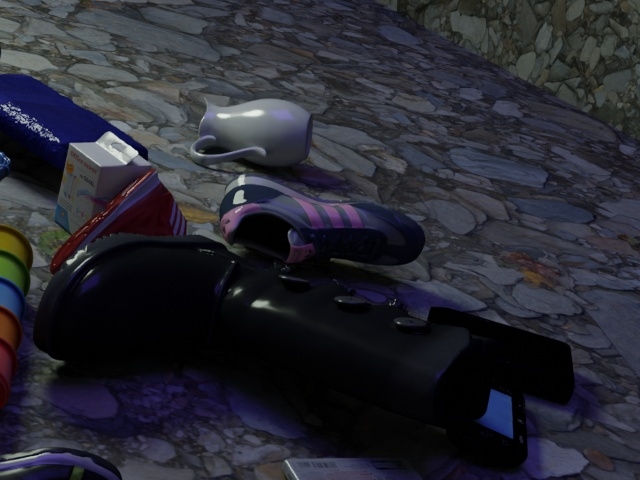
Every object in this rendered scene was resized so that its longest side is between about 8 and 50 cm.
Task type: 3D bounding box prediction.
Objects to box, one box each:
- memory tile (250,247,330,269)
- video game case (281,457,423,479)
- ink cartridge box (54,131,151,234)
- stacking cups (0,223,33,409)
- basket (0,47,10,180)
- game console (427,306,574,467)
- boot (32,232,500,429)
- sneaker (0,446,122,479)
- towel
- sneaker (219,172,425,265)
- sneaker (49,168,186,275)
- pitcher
[{"bbox_3d":[-0.065,0.008,1.903,0.148,0.012,0.113,31,26,36],"label":"memory tile"},{"bbox_3d":[0.054,0.281,1.304,0.157,0.019,0.143,5,24,-27],"label":"video game case"},{"bbox_3d":[-0.316,-0.079,1.767,0.090,0.143,0.092,-7,30,-44],"label":"ink cartridge box"},{"bbox_3d":[-0.374,0.087,1.390,0.096,0.096,0.316,8,23,-18],"label":"stacking cups"},{"bbox_3d":[-0.514,-0.114,1.516,0.201,0.288,0.255,31,22,14],"label":"basket"},{"bbox_3d":[0.235,0.194,1.607,0.213,0.043,0.361,16,22,2],"label":"game console"},{"bbox_3d":[-0.051,0.122,1.419,0.445,0.146,0.367,22,21,24],"label":"boot"},{"bbox_3d":[-0.293,0.250,1.101,0.235,0.084,0.097,4,48,-25],"label":"sneaker"},{"bbox_3d":[-0.456,-0.187,1.983,0.308,0.076,0.228,31,17,27],"label":"towel"},{"bbox_3d":[0.000,0.000,1.839,0.319,0.112,0.131,12,38,-2],"label":"sneaker"},{"bbox_3d":[-0.261,0.009,1.671,0.128,0.087,0.221,51,56,-13],"label":"sneaker"},{"bbox_3d":[-0.127,-0.185,2.221,0.207,0.125,0.177,7,41,6],"label":"pitcher"}]
